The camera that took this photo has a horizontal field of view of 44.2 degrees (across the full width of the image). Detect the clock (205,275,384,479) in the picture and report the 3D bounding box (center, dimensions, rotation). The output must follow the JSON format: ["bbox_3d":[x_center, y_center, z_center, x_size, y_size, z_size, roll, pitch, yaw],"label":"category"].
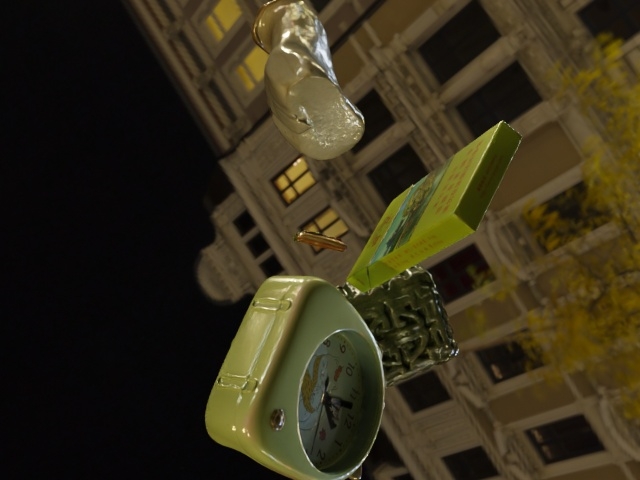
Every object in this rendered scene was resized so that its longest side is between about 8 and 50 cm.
[{"bbox_3d":[-0.011,0.248,1.252,0.348,0.117,0.286,50,-128,-41],"label":"clock"}]

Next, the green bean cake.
[{"bbox_3d":[0.142,0.182,1.678,0.254,0.132,0.241,-20,-67,-7],"label":"green bean cake"}]

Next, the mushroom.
[{"bbox_3d":[-0.025,-0.244,1.090,0.122,0.159,0.329,-4,-139,-10],"label":"mushroom"}]

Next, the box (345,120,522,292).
[{"bbox_3d":[0.165,-0.040,1.216,0.047,0.335,0.187,36,-119,-9],"label":"box"}]

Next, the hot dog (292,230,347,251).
[{"bbox_3d":[0.000,0.000,1.174,0.083,0.037,0.021,14,-94,-13],"label":"hot dog"}]
